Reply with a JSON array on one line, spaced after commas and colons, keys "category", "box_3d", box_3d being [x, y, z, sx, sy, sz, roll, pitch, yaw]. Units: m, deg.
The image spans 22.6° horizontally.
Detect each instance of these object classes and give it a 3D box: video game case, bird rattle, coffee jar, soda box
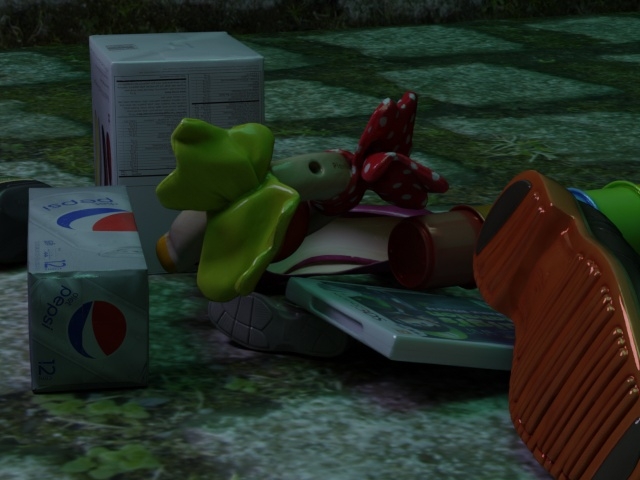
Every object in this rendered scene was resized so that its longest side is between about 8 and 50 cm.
[{"category": "video game case", "box_3d": [0.093, 0.067, 1.259, 0.190, 0.022, 0.173, 8, 10, -30]}, {"category": "bird rattle", "box_3d": [-0.032, -0.041, 1.326, 0.253, 0.143, 0.207, -24, -7, -40]}, {"category": "coffee jar", "box_3d": [-0.336, -0.029, 1.571, 0.184, 0.079, 0.096, 13, 16, 42]}, {"category": "soda box", "box_3d": [-0.194, 0.030, 1.319, 0.091, 0.098, 0.286, -2, 14, -10]}]

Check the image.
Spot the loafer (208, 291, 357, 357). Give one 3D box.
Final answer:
[{"category": "loafer", "box_3d": [-0.030, 0.069, 1.298, 0.125, 0.045, 0.039, 13, 3, 22]}]

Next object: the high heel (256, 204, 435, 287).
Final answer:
[{"category": "high heel", "box_3d": [0.000, 0.000, 1.437, 0.244, 0.082, 0.117, 7, -13, -23]}]

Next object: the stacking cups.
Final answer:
[{"category": "stacking cups", "box_3d": [0.200, 0.001, 1.438, 0.316, 0.096, 0.096, -7, 17, -30]}]

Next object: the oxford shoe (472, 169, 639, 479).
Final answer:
[{"category": "oxford shoe", "box_3d": [0.209, 0.069, 1.125, 0.132, 0.130, 0.364, 25, 26, -17]}]

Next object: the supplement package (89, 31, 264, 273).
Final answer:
[{"category": "supplement package", "box_3d": [-0.143, -0.091, 1.572, 0.149, 0.203, 0.194, -3, 15, -13]}]
